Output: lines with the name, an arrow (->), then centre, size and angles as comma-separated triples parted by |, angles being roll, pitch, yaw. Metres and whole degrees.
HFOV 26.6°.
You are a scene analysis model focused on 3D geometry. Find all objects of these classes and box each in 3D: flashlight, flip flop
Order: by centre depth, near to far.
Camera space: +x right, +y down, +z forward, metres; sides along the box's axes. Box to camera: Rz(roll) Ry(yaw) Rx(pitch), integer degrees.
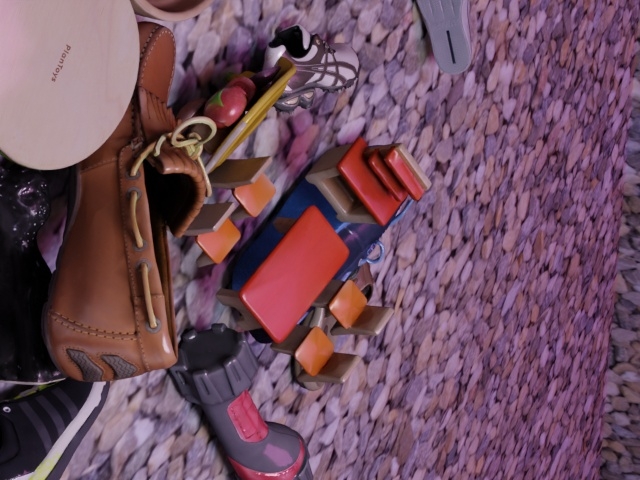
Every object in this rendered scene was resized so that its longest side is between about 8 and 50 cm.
flashlight -> -0.088, 0.216, 1.680 | 0.103, 0.103, 0.304 | -59, 150, -31
flip flop -> 0.030, 0.078, 1.883 | 0.112, 0.080, 0.277 | 14, 90, -65

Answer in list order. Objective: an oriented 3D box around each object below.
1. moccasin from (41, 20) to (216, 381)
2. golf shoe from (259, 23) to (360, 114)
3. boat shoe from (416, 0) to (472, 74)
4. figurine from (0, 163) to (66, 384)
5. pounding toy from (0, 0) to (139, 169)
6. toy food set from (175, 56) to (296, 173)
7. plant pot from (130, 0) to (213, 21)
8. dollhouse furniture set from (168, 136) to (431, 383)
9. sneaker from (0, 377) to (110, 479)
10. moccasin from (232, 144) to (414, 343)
moccasin -> -0.162, -0.050, 1.265 | 0.139, 0.147, 0.380 | 77, 12, -50
golf shoe -> -0.008, -0.225, 1.664 | 0.198, 0.077, 0.093 | -40, 136, -53
boat shoe -> 0.179, -0.358, 2.007 | 0.075, 0.083, 0.226 | -90, 173, -54
figurine -> -0.309, 0.028, 1.172 | 0.215, 0.092, 0.209 | -10, 102, -63
pounding toy -> -0.271, -0.141, 1.144 | 0.237, 0.110, 0.183 | -50, 139, -30
toy food set -> -0.104, -0.145, 1.491 | 0.128, 0.071, 0.218 | -48, -177, 33
plant pot -> -0.166, -0.326, 1.250 | 0.237, 0.110, 0.237 | -36, 133, -54
dollhouse furniture set -> 0.000, 0.000, 1.568 | 0.262, 0.135, 0.259 | 52, 59, -25
sneaker -> -0.278, 0.168, 1.287 | 0.097, 0.084, 0.234 | 46, 34, -20
moccasin -> -0.001, -0.001, 1.759 | 0.342, 0.138, 0.116 | -40, 142, -32
